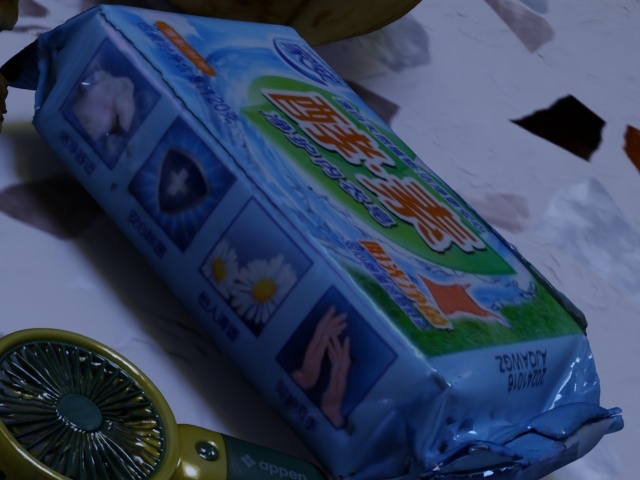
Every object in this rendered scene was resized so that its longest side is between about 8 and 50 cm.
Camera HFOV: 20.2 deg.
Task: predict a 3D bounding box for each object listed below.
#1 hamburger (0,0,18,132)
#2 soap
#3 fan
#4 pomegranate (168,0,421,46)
[{"bbox_3d":[-0.213,-0.110,0.721,0.206,0.130,0.183,25,21,-20],"label":"hamburger"},{"bbox_3d":[0.000,0.000,0.784,0.293,0.077,0.156,47,25,22],"label":"soap"},{"bbox_3d":[-0.064,0.086,0.675,0.155,0.039,0.082,21,34,-23],"label":"fan"},{"bbox_3d":[-0.019,-0.205,0.953,0.215,0.215,0.215,21,34,-15],"label":"pomegranate"}]
